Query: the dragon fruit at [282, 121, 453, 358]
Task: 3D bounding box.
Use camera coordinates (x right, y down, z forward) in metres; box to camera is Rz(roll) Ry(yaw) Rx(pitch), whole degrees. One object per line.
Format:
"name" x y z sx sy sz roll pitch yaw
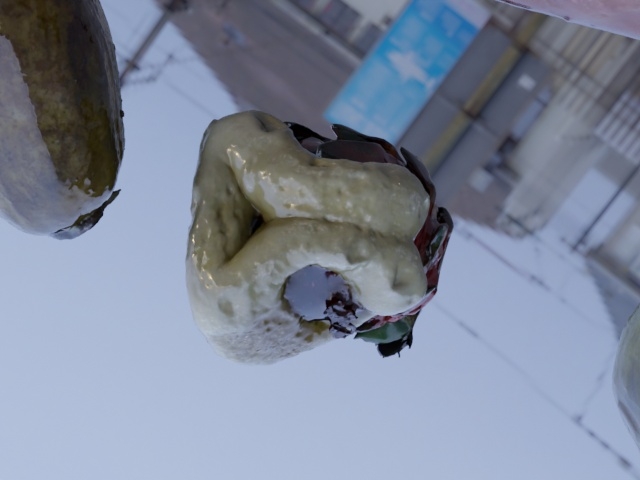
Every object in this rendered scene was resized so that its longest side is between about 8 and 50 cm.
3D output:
"dragon fruit" 0.020 -0.005 1.279 0.182 0.182 0.188 43 172 26

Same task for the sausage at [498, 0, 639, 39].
"sausage" 0.043 -0.185 0.801 0.433 0.088 0.088 24 -173 20

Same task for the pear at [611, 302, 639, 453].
"pear" 0.407 0.135 1.423 0.269 0.269 0.321 31 178 -23

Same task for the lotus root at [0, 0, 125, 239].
"lotus root" -0.206 -0.128 1.063 0.145 0.128 0.260 -133 27 -69

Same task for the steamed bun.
"steamed bun" 0.000 0.000 1.082 0.155 0.172 0.141 0 159 19
